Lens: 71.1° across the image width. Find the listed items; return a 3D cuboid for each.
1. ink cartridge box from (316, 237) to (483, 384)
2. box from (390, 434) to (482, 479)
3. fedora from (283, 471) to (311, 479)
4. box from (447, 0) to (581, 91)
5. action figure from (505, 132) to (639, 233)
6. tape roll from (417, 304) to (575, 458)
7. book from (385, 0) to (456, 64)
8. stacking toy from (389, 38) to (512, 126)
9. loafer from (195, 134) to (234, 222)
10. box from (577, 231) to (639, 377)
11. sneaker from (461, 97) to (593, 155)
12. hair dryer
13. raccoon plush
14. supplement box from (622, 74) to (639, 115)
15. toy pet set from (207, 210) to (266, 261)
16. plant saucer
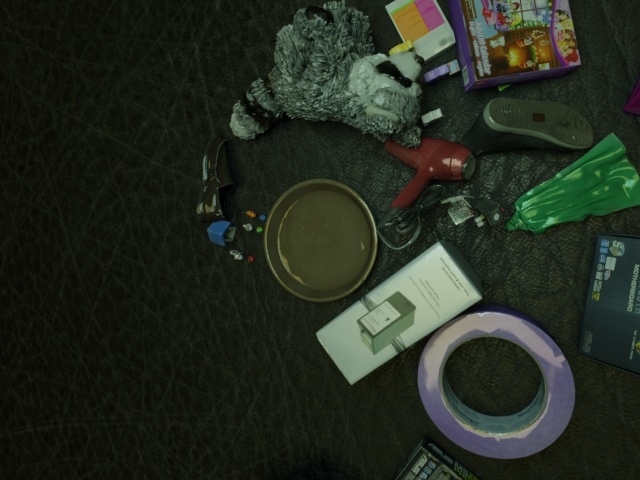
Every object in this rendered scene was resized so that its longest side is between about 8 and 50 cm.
[{"bbox_3d":[0.160,0.129,0.872,0.289,0.211,0.122,-39,79,18],"label":"ink cartridge box"},{"bbox_3d":[0.229,0.586,0.933,0.216,0.060,0.270,35,103,16],"label":"box"},{"bbox_3d":[-0.024,0.606,0.943,0.333,0.334,0.153,33,71,17],"label":"fedora"},{"bbox_3d":[0.346,-0.441,0.832,0.200,0.057,0.294,-10,87,-3],"label":"box"},{"bbox_3d":[0.454,-0.078,0.832,0.232,0.063,0.137,-28,83,15],"label":"action figure"},{"bbox_3d":[0.333,0.268,0.871,0.274,0.090,0.275,1,92,21],"label":"tape roll"},{"bbox_3d":[0.211,-0.448,0.936,0.096,0.035,0.144,-27,82,16],"label":"book"},{"bbox_3d":[0.269,-0.348,0.887,0.221,0.052,0.167,-22,91,14],"label":"stacking toy"},{"bbox_3d":[-0.243,-0.147,1.090,0.078,0.080,0.220,7,86,10],"label":"loafer"},{"bbox_3d":[0.553,0.110,0.751,0.183,0.059,0.233,15,99,56],"label":"box"},{"bbox_3d":[0.391,-0.204,0.855,0.221,0.118,0.083,11,75,-7],"label":"sneaker"},{"bbox_3d":[0.195,-0.122,0.863,0.223,0.080,0.294,-12,45,-1],"label":"hair dryer"},{"bbox_3d":[0.019,-0.255,0.940,0.446,0.216,0.300,-38,71,47],"label":"raccoon plush"},{"bbox_3d":[0.578,-0.264,0.697,0.113,0.220,0.111,25,99,19],"label":"supplement box"},{"bbox_3d":[-0.208,-0.018,1.087,0.114,0.065,0.122,18,97,20],"label":"toy pet set"},{"bbox_3d":[0.000,0.000,1.021,0.277,0.041,0.279,1,92,21],"label":"plant saucer"}]
